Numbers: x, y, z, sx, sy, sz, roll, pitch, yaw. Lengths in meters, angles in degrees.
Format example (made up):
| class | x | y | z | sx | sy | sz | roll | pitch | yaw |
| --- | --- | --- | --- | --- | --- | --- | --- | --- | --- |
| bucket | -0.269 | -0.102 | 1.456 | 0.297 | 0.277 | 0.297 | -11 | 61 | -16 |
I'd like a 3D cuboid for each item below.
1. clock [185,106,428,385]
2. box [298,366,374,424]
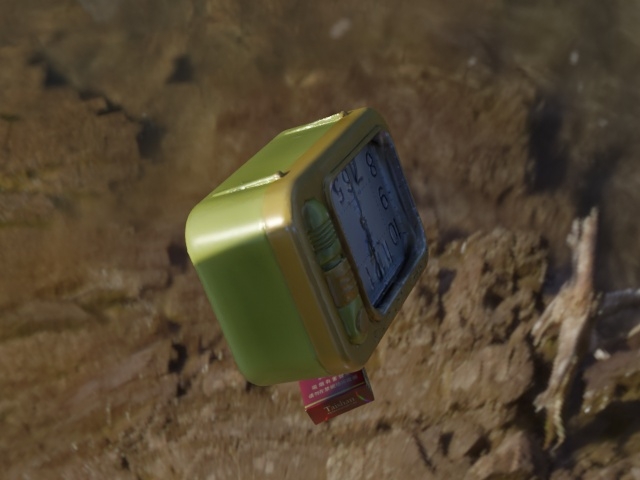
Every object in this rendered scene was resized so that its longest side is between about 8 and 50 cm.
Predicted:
| class | x | y | z | sx | sy | sz | roll | pitch | yaw |
| --- | --- | --- | --- | --- | --- | --- | --- | --- | --- |
| clock | 0.000 | 0.000 | 0.789 | 0.096 | 0.202 | 0.143 | -15 | 108 | 26 |
| box | 0.008 | 0.100 | 0.873 | 0.051 | 0.023 | 0.082 | -22 | 41 | 5 |
